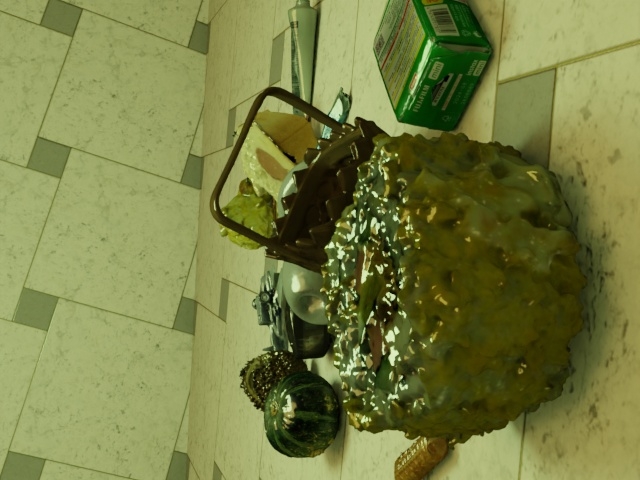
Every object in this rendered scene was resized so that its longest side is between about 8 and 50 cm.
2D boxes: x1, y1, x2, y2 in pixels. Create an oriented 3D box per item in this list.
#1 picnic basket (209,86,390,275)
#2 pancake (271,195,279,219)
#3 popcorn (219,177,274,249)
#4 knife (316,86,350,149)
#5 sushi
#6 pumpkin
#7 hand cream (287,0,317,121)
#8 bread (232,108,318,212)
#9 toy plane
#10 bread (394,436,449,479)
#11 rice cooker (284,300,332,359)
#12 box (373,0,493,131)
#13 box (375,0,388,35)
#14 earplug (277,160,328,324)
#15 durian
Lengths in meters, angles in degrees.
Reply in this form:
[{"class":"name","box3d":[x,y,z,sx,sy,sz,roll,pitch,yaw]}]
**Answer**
[{"class":"picnic basket","box3d":[-0.004,-0.082,1.341,0.291,0.321,0.254,-17,49,65]},{"class":"pancake","box3d":[-0.107,-0.170,2.188,0.212,0.056,0.258,164,103,-81]},{"class":"popcorn","box3d":[-0.203,-0.078,2.334,0.168,0.173,0.195,9,64,37]},{"class":"knife","box3d":[0.005,-0.217,1.845,0.026,0.044,0.297,-36,-22,-54]},{"class":"sushi","box3d":[0.156,0.052,1.025,0.397,0.240,0.351,-100,22,-47]},{"class":"pumpkin","box3d":[-0.040,0.368,1.697,0.190,0.146,0.190,-173,90,-72]},{"class":"hand cream","box3d":[-0.045,-0.471,2.092,0.124,0.077,0.341,-152,60,-70]},{"class":"bread","box3d":[-0.119,-0.201,1.987,0.183,0.211,0.224,132,145,-51]},{"class":"toy plane","box3d":[-0.130,0.210,2.113,0.212,0.088,0.267,134,138,-64]},{"class":"bread","box3d":[0.156,0.343,1.261,0.157,0.044,0.052,117,155,-49]},{"class":"rice cooker","box3d":[-0.026,0.180,1.765,0.112,0.106,0.165,123,152,-75]},{"class":"box","box3d":[0.172,-0.313,1.292,0.180,0.103,0.250,112,157,-43]},{"class":"box","box3d":[0.147,-0.386,1.479,0.125,0.043,0.089,-107,28,-49]},{"class":"earplug","box3d":[0.006,0.002,1.562,0.214,0.175,0.326,-9,78,30]},{"class":"durian","box3d":[-0.100,0.352,1.878,0.196,0.166,0.196,167,90,-79]}]
